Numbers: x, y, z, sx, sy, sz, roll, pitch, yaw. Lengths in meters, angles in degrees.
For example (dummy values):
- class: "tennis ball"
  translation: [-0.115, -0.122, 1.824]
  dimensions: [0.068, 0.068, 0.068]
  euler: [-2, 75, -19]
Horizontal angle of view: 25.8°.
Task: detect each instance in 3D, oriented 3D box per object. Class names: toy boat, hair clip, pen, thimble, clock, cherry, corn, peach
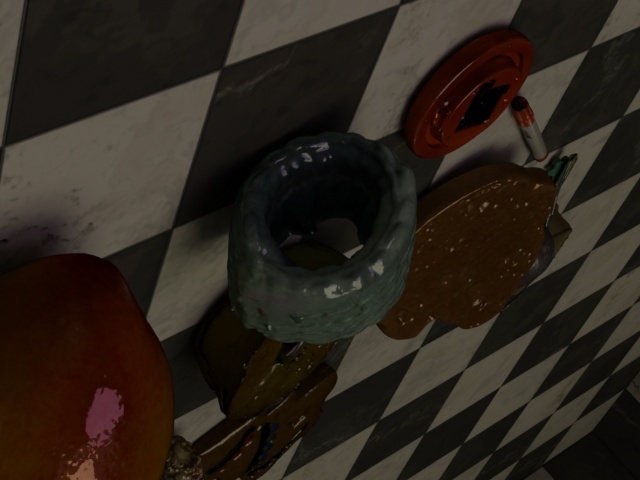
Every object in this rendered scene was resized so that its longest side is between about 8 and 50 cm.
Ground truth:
- class: "toy boat"
  translation: [0.356, 0.026, 2.433]
  dimensions: [0.116, 0.061, 0.188]
  euler: [-22, 151, -41]
- class: "hair clip"
  translation: [0.376, -0.082, 2.284]
  dimensions: [0.049, 0.049, 0.173]
  euler: [-25, 145, -36]
- class: "pen"
  translation: [0.308, -0.161, 2.043]
  dimensions: [0.028, 0.028, 0.239]
  euler: [-43, 159, 2]
- class: "thimble"
  translation: [0.000, 0.000, 1.589]
  dimensions: [0.250, 0.205, 0.172]
  euler: [-39, 159, -23]
- class: "clock"
  translation: [0.192, -0.183, 1.779]
  dimensions: [0.205, 0.051, 0.205]
  euler: [-35, 158, -16]
- class: "cherry"
  translation: [0.297, 0.040, 2.296]
  dimensions: [0.188, 0.115, 0.148]
  euler: [-47, 171, 26]
- class: "corn"
  translation: [-0.229, 0.388, 2.096]
  dimensions: [0.098, 0.098, 0.290]
  euler: [-26, 151, -34]
- class: "peach"
  translation: [-0.277, 0.176, 1.372]
  dimensions: [0.308, 0.289, 0.289]
  euler: [-47, 159, 30]

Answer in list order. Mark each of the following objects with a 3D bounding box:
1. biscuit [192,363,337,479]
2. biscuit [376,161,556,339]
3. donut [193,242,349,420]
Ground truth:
- class: "biscuit"
  translation: [-0.102, 0.319, 2.240]
  dimensions: [0.301, 0.043, 0.278]
  euler: [-12, 144, -51]
- class: "biscuit"
  translation: [0.204, 0.023, 2.108]
  dimensions: [0.312, 0.057, 0.351]
  euler: [-20, 142, -18]
- class: "donut"
  translation: [-0.055, 0.109, 1.857]
  dimensions: [0.272, 0.107, 0.272]
  euler: [-40, 161, -17]
